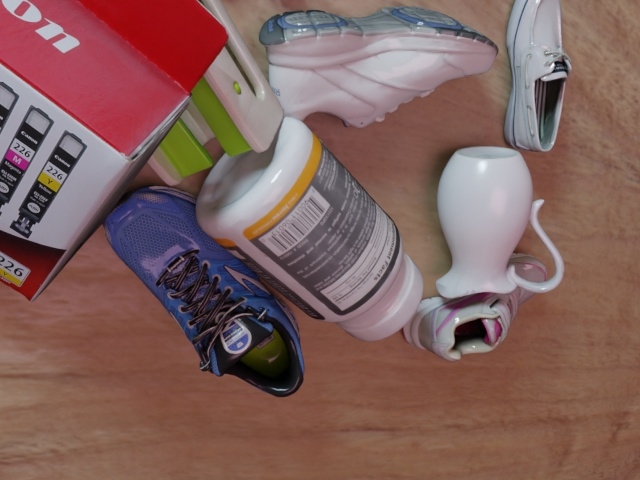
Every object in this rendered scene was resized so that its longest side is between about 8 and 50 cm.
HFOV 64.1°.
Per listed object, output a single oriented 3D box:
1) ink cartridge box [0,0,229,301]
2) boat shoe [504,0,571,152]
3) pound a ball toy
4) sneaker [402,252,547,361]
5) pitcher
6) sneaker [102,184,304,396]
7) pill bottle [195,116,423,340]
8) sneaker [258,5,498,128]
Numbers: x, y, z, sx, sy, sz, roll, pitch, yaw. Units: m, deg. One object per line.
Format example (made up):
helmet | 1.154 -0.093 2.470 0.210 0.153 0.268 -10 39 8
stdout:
ink cartridge box | -0.273 -0.144 0.380 0.309 0.130 0.272 38 124 -17
boat shoe | 0.308 -0.232 0.699 0.083 0.076 0.226 -14 115 -16
pound a ball toy | -0.202 -0.211 0.492 0.208 0.136 0.319 -16 126 24
sneaker | 0.261 0.113 0.797 0.252 0.111 0.103 -32 118 -7
pitcher | 0.253 -0.022 0.716 0.177 0.125 0.207 1 112 11
sneaker | -0.118 0.069 0.611 0.130 0.147 0.330 -42 117 -2
pill bottle | 0.000 0.000 0.619 0.162 0.162 0.278 -46 124 1
sneaker | 0.072 -0.207 0.617 0.297 0.111 0.129 -8 128 -14
